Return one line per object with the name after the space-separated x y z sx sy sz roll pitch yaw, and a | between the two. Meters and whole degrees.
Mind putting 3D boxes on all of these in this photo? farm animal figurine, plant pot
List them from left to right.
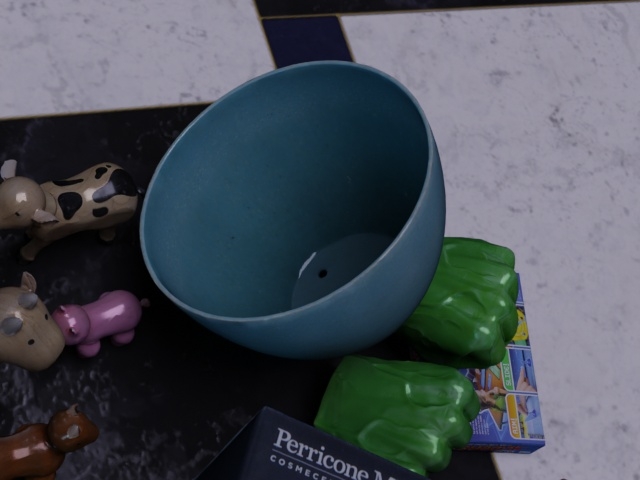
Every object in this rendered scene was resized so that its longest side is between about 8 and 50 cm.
-0.301 0.047 1.212 0.326 0.172 0.330 16 59 -17 | farm animal figurine
0.000 0.000 1.318 0.290 0.195 0.290 -13 52 18 | plant pot

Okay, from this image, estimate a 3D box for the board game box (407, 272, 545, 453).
0.162 0.126 1.471 0.136 0.035 0.201 7 63 -22 | board game box

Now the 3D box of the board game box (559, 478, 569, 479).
0.284 0.397 1.396 0.145 0.027 0.281 22 58 -12 | board game box

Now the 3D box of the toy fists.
0.111 0.120 1.370 0.142 0.096 0.279 12 62 32 | toy fists

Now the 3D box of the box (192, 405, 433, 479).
-0.005 0.394 1.138 0.293 0.212 0.396 25 53 -11 | box
